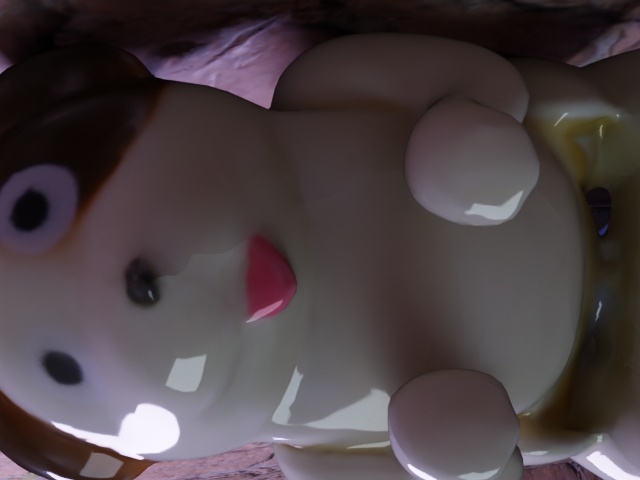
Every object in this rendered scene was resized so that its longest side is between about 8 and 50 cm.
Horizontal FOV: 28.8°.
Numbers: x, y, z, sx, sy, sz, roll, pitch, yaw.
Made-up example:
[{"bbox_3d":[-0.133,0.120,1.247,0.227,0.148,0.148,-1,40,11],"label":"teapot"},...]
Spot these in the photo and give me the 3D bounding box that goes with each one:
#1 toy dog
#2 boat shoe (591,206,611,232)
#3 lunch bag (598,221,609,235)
[{"bbox_3d":[0.000,0.000,0.709,0.408,0.285,0.395,-2,-164,-36],"label":"toy dog"},{"bbox_3d":[0.275,0.010,1.158,0.320,0.103,0.118,-8,138,-33],"label":"boat shoe"},{"bbox_3d":[0.331,-0.014,1.007,0.219,0.090,0.176,-48,147,20],"label":"lunch bag"}]
